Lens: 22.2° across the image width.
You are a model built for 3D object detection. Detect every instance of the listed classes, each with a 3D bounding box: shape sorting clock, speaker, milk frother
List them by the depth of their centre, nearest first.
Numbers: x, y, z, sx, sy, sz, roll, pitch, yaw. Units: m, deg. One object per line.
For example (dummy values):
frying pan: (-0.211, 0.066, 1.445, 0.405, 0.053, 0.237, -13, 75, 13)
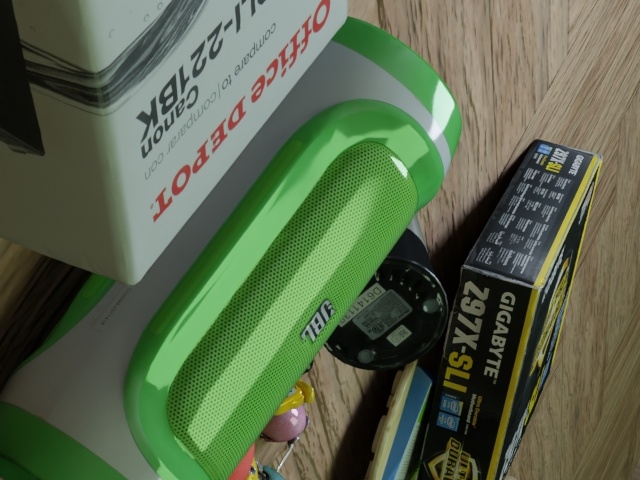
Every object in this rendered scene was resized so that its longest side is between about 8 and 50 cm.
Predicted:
speaker: (-0.047, 0.022, 0.861, 0.296, 0.131, 0.131, -54, 157, -20)
milk frother: (0.000, 0.000, 1.053, 0.135, 0.129, 0.143, -102, 167, -60)
shape sorting clock: (0.070, 0.184, 1.488, 0.206, 0.040, 0.206, 21, 90, -77)

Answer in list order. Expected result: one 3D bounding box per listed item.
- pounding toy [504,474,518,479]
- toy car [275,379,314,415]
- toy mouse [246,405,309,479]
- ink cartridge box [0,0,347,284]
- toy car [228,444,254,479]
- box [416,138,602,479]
pounding toy: (0.143, 0.335, 1.626, 0.094, 0.181, 0.206, -4, 114, -68)
toy car: (-0.049, 0.045, 0.947, 0.040, 0.122, 0.060, -26, 155, -42)
toy mouse: (-0.036, 0.167, 1.209, 0.143, 0.031, 0.161, 6, 104, -70)
ink cartridge box: (-0.082, -0.147, 0.644, 0.197, 0.114, 0.273, -55, 157, -35)
toy car: (-0.112, 0.167, 0.979, 0.225, 0.053, 0.239, -62, 159, -19)
box: (0.181, 0.080, 1.552, 0.322, 0.079, 0.257, -51, 155, -60)
